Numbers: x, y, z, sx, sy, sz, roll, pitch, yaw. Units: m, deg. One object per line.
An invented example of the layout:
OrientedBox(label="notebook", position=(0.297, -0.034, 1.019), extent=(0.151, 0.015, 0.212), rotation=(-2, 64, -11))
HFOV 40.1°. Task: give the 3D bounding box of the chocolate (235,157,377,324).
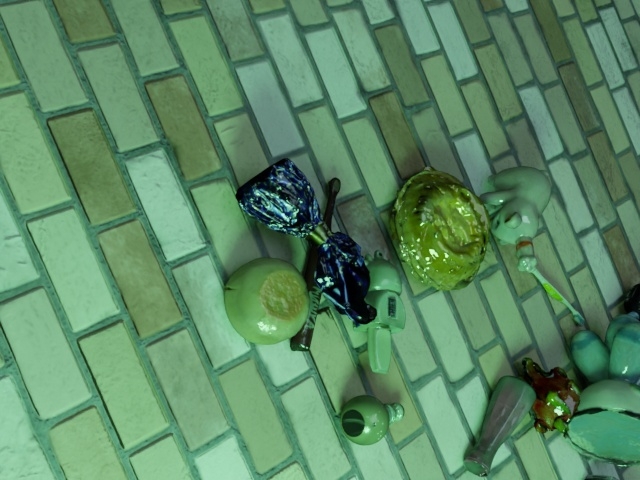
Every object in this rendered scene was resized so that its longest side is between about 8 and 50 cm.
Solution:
OrientedBox(label="chocolate", position=(0.001, 0.005, 1.588), extent=(0.343, 0.126, 0.148), rotation=(49, 18, -6))

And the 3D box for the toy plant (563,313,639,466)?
OrientedBox(label="toy plant", position=(0.690, 0.316, 2.009), extent=(0.247, 0.247, 0.332), rotation=(38, 50, -23))

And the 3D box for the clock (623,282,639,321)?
OrientedBox(label="clock", position=(0.836, 0.220, 2.210), extent=(0.195, 0.100, 0.194), rotation=(50, 55, -14))

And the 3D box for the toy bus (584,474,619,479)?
OrientedBox(label="toy bus", position=(0.659, 0.620, 1.960), extent=(0.199, 0.096, 0.108), rotation=(52, 57, -17))

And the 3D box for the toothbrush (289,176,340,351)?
OrientedBox(label="toothbrush", position=(-0.005, 0.037, 1.658), extent=(0.041, 0.041, 0.363), rotation=(27, 62, -29))

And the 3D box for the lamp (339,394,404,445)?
OrientedBox(label="lamp", position=(0.106, 0.329, 1.637), extent=(0.163, 0.091, 0.091), rotation=(-1, 77, -53))

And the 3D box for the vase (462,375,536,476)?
OrientedBox(label="vase", position=(0.366, 0.387, 1.816), extent=(0.086, 0.086, 0.214), rotation=(48, 58, -17))

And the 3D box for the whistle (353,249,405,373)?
OrientedBox(label="whistle", position=(0.111, 0.134, 1.684), extent=(0.110, 0.092, 0.244), rotation=(14, 67, -35))

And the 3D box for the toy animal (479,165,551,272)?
OrientedBox(label="toy animal", position=(0.425, -0.050, 1.937), extent=(0.140, 0.138, 0.282), rotation=(51, 45, -24))

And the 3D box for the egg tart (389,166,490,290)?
OrientedBox(label="egg tart", position=(0.269, -0.027, 1.851), extent=(0.279, 0.095, 0.278), rotation=(13, 69, -37))

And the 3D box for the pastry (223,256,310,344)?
OrientedBox(label="pastry", position=(-0.092, 0.105, 1.539), extent=(0.156, 0.092, 0.156), rotation=(12, 66, -28))

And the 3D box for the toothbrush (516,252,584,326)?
OrientedBox(label="toothbrush", position=(0.545, 0.111, 2.068), extent=(0.263, 0.022, 0.026), rotation=(46, 42, -18))

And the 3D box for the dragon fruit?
OrientedBox(label="dragon fruit", position=(0.489, 0.338, 1.908), extent=(0.175, 0.142, 0.138), rotation=(42, 90, 17))
